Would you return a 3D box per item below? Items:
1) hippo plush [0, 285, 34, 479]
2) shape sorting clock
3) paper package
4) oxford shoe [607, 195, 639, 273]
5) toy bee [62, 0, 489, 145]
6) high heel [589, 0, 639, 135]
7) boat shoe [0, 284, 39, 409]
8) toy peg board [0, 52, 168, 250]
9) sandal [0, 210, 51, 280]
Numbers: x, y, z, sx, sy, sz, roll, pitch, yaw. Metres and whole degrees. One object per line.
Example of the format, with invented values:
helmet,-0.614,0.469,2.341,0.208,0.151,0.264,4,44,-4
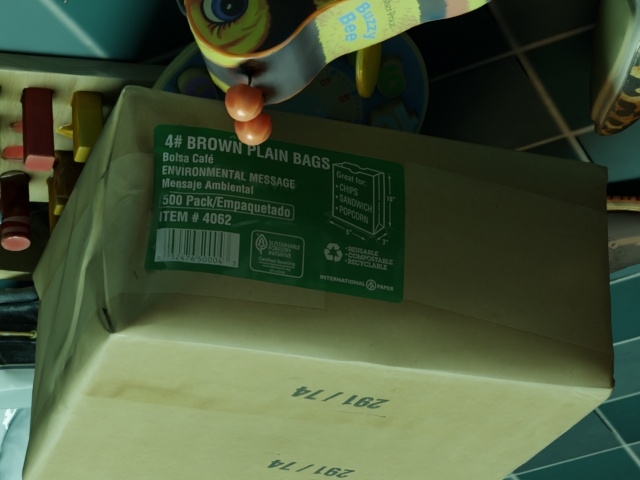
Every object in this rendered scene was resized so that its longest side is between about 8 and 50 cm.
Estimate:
hippo plush,-0.205,0.177,1.420,0.294,0.237,0.234,2,158,-11
shape sorting clock,-0.023,-0.076,1.205,0.206,0.040,0.206,-16,141,-13
paper package,-0.010,0.058,1.174,0.324,0.168,0.309,8,152,-17
oxford shoe,0.167,0.040,1.441,0.271,0.098,0.097,-19,149,20
toy bee,-0.010,-0.133,1.039,0.298,0.162,0.195,-22,149,24
high heel,0.280,-0.148,1.136,0.186,0.093,0.261,5,140,-9
boat shoe,-0.169,0.076,1.314,0.183,0.083,0.065,3,156,-31
toy peg board,-0.185,-0.047,1.233,0.160,0.079,0.161,3,149,-17
sandal,-0.264,0.024,1.315,0.240,0.088,0.079,3,125,-26
